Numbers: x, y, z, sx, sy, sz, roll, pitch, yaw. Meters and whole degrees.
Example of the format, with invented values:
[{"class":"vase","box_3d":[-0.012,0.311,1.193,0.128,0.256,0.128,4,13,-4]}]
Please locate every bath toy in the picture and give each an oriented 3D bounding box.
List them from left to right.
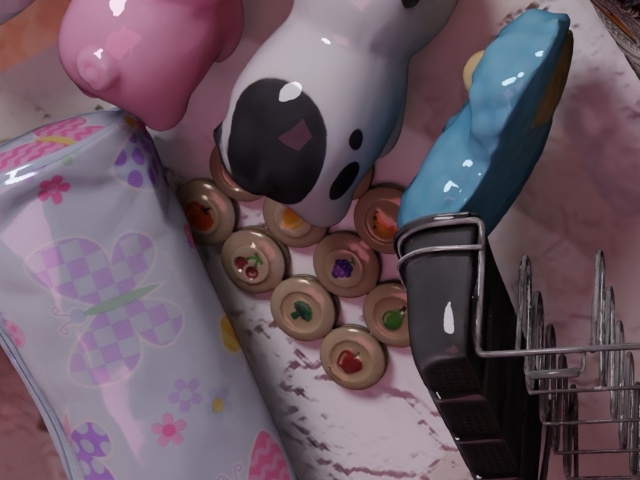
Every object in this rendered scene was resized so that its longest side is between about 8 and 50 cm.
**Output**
[{"class":"bath toy","box_3d":[-0.059,-0.119,0.900,0.348,0.151,0.129,24,163,13]}]

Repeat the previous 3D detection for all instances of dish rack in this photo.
[{"class":"dish rack","box_3d":[0.180,0.061,0.863,0.271,0.074,0.208,-3,153,15]}]

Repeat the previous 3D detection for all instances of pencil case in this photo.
[{"class":"pencil case","box_3d":[-0.101,0.067,1.001,0.124,0.113,0.273,-22,104,-3]}]

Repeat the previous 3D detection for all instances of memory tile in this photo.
[{"class":"memory tile","box_3d":[0.000,0.000,0.995,0.148,0.012,0.113,44,120,0]}]

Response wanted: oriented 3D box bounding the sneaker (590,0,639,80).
[{"class":"sneaker","box_3d":[0.141,-0.119,0.841,0.088,0.093,0.225,-37,97,28]}]
